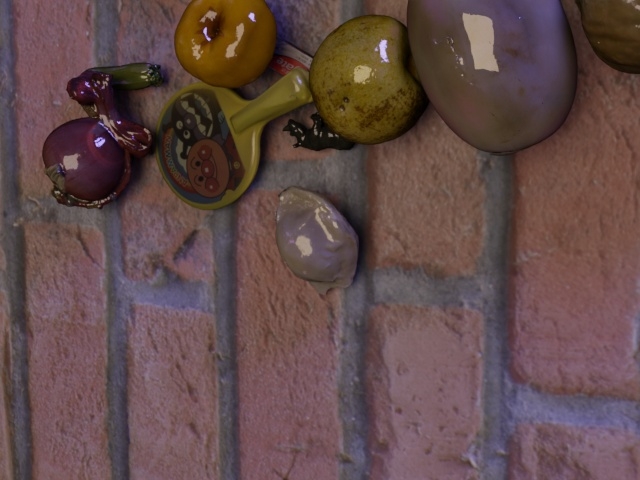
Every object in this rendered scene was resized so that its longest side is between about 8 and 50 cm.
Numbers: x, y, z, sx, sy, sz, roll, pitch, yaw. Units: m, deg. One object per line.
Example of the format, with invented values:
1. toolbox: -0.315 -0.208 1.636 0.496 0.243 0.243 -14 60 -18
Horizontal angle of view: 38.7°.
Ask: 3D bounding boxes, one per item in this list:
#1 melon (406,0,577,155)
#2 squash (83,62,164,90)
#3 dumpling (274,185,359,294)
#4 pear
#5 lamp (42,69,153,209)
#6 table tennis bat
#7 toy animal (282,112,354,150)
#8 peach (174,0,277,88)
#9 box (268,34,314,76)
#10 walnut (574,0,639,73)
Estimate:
1. melon: 0.243 -0.281 1.308 0.223 0.223 0.316 -19 92 25
2. squash: -0.364 -0.298 1.670 0.183 0.052 0.052 -2 95 25
3. dumpling: 0.000 0.000 1.512 0.136 0.118 0.199 -8 114 26
4. pear: 0.069 -0.244 1.406 0.197 0.197 0.197 3 97 24
5. lamp: -0.422 -0.174 1.661 0.223 0.151 0.215 -43 108 -9
6. table tennis bat: -0.153 -0.189 1.570 0.369 0.054 0.224 -25 84 34
7. toy animal: -0.003 -0.182 1.525 0.136 0.047 0.065 3 105 18
8. peach: -0.155 -0.336 1.492 0.179 0.103 0.179 -3 83 25
9. box: -0.080 -0.321 1.547 0.218 0.039 0.055 34 107 17
10. walnut: 0.472 -0.335 1.185 0.283 0.283 0.227 -5 70 24
